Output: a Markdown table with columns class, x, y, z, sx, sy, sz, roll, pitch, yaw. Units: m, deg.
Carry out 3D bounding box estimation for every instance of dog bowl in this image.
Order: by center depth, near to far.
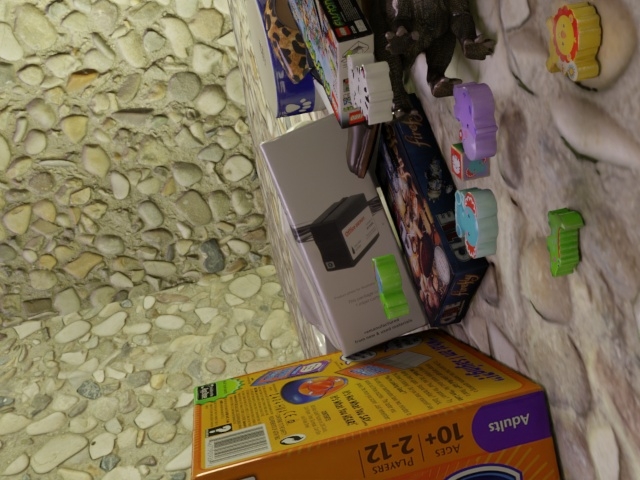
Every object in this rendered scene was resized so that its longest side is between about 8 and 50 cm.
| class | x | y | z | sx | sy | sz | roll | pitch | yaw |
| --- | --- | --- | --- | --- | --- | --- | --- | --- | --- |
| dog bowl | -0.066 | -0.376 | 1.516 | 0.265 | 0.104 | 0.265 | 167 | 90 | -82 |

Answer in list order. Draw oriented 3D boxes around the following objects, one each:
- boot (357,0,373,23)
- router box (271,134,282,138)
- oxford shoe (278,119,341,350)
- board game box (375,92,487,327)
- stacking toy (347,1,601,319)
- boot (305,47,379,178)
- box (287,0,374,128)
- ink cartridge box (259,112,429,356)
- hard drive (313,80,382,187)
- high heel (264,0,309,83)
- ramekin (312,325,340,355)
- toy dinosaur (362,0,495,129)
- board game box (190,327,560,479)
| class | x | y | z | sx | sy | sz | roll | pitch | yaw |
| --- | --- | --- | --- | --- | --- | --- | --- | --- | --- |
| boot | 0.012 | -0.350 | 0.854 | 0.165 | 0.077 | 0.213 | 22 | 130 | 41 |
| router box | -0.023 | -0.051 | 1.842 | 0.301 | 0.082 | 0.335 | -118 | 16 | -61 |
| oxford shoe | 0.000 | 0.000 | 1.435 | 0.130 | 0.169 | 0.449 | 19 | 129 | 57 |
| board game box | 0.127 | -0.034 | 0.957 | 0.165 | 0.042 | 0.243 | 91 | 163 | -62 |
| stacking toy | 0.115 | -0.048 | 0.565 | 0.052 | 0.167 | 0.221 | -118 | 17 | -61 |
| boot | 0.025 | -0.189 | 0.959 | 0.082 | 0.106 | 0.219 | 52 | -135 | -86 |
| box | 0.005 | -0.226 | 0.786 | 0.114 | 0.036 | 0.207 | 85 | 168 | -54 |
| ink cartridge box | 0.026 | -0.016 | 1.118 | 0.223 | 0.129 | 0.307 | -120 | 9 | -85 |
| hard drive | 0.040 | -0.252 | 1.221 | 0.307 | 0.040 | 0.203 | -113 | 12 | -46 |
| high heel | -0.024 | -0.372 | 1.099 | 0.186 | 0.093 | 0.261 | 123 | 150 | -71 |
| ramekin | 0.035 | 0.135 | 1.654 | 0.207 | 0.109 | 0.207 | 166 | 90 | -82 |
| toy dinosaur | 0.091 | -0.218 | 0.758 | 0.313 | 0.121 | 0.160 | 81 | -176 | -66 |
| board game box | 0.059 | 0.341 | 0.923 | 0.356 | 0.356 | 0.356 | -160 | 57 | -81 |
